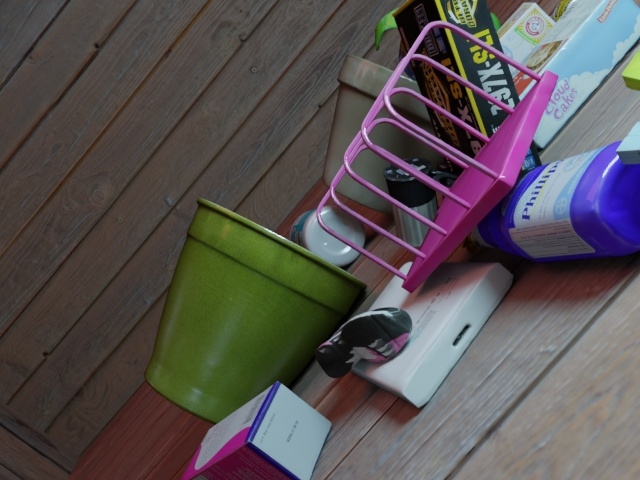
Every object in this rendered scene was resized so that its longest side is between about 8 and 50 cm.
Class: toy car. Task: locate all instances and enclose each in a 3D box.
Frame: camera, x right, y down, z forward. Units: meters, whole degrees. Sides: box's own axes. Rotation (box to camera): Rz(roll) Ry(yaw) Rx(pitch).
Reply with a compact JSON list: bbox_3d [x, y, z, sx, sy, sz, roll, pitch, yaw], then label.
[{"bbox_3d":[0.263,-0.027,1.038,0.040,0.060,0.122,47,122,38],"label":"toy car"}]

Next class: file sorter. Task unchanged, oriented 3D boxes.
[{"bbox_3d":[0.136,-0.109,0.944,0.202,0.182,0.290,-59,0,-33],"label":"file sorter"}]

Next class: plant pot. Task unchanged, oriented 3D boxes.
[{"bbox_3d":[-0.151,0.159,1.367,0.353,0.367,0.366,-63,11,-4],"label":"plant pot"},{"bbox_3d":[0.145,-0.219,1.585,0.323,0.323,0.280,-93,28,-76],"label":"plant pot"}]

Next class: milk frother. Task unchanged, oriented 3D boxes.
[{"bbox_3d":[0.187,-0.058,1.207,0.129,0.134,0.143,-17,30,-2],"label":"milk frother"}]

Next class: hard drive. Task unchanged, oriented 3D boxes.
[{"bbox_3d":[0.131,0.117,1.009,0.203,0.040,0.307,-52,9,-10],"label":"hard drive"}]

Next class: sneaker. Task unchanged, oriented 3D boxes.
[{"bbox_3d":[0.062,0.124,0.981,0.178,0.072,0.077,-31,10,47],"label":"sneaker"}]

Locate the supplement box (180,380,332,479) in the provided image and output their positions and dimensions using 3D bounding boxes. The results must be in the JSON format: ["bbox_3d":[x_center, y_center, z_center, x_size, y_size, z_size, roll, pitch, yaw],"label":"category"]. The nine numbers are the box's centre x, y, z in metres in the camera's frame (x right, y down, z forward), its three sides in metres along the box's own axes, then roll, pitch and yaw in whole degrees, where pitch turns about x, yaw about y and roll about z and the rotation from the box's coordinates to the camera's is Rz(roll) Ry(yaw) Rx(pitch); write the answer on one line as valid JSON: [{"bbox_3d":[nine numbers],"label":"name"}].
[{"bbox_3d":[-0.101,0.321,1.068,0.220,0.114,0.111,-40,15,42],"label":"supplement box"}]

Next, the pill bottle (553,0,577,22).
[{"bbox_3d":[0.506,-0.452,1.422,0.065,0.065,0.116,-48,9,12],"label":"pill bottle"}]

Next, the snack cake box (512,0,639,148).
[{"bbox_3d":[0.397,-0.280,1.182,0.264,0.089,0.152,-50,11,4],"label":"snack cake box"}]

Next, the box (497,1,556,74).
[{"bbox_3d":[0.400,-0.382,1.484,0.203,0.114,0.103,-46,11,16],"label":"box"}]

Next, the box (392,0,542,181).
[{"bbox_3d":[0.227,-0.243,1.139,0.079,0.322,0.257,-23,10,-4],"label":"box"}]

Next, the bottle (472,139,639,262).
[{"bbox_3d":[0.266,-0.033,0.811,0.118,0.092,0.283,-54,10,-12],"label":"bottle"}]

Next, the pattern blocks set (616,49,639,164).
[{"bbox_3d":[0.417,-0.186,0.650,0.285,0.026,0.325,-7,39,49],"label":"pattern blocks set"}]

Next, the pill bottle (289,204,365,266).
[{"bbox_3d":[0.007,-0.007,1.742,0.146,0.146,0.264,-51,9,-9],"label":"pill bottle"}]

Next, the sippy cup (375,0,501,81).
[{"bbox_3d":[0.317,-0.549,1.947,0.240,0.305,0.224,-54,-4,-17],"label":"sippy cup"}]
